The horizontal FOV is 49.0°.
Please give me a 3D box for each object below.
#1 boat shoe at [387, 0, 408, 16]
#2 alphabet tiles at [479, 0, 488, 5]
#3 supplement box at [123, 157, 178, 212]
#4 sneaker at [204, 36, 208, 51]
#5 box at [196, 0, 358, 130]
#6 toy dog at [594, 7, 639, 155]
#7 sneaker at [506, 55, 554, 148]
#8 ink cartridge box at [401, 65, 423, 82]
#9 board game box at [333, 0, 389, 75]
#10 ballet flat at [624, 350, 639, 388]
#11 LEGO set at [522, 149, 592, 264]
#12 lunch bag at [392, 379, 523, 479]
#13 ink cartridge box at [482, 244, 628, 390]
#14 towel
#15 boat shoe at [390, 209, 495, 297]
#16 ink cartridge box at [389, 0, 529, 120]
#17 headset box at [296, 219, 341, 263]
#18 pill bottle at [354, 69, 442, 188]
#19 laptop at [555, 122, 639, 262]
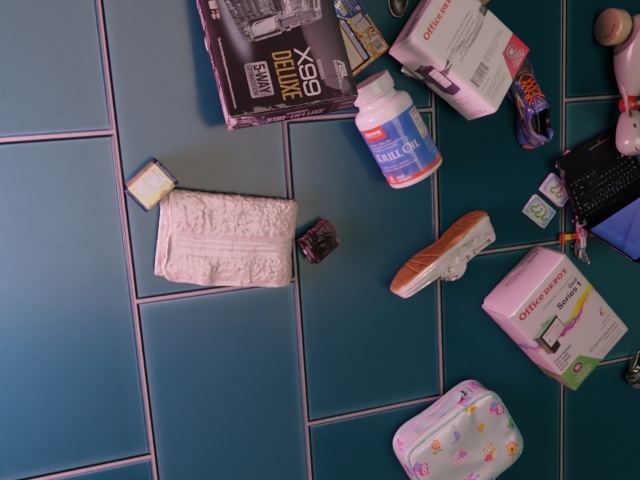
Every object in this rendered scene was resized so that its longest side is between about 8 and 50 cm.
[{"bbox_3d":[0.168,-0.521,1.430,0.046,0.038,0.125,6,98,-19],"label":"boat shoe"},{"bbox_3d":[0.291,-0.602,1.473,0.198,0.009,0.237,-42,110,-7],"label":"alphabet tiles"},{"bbox_3d":[-0.320,-0.105,1.320,0.083,0.083,0.056,-44,110,-6],"label":"supplement box"},{"bbox_3d":[-0.183,-0.347,1.330,0.042,0.067,0.118,-24,107,-13],"label":"sneaker"},{"bbox_3d":[-0.087,-0.373,1.293,0.243,0.076,0.307,-12,82,-13],"label":"box"},{"bbox_3d":[0.732,-0.372,1.561,0.220,0.161,0.333,-24,98,-17],"label":"toy dog"},{"bbox_3d":[0.465,-0.308,1.541,0.083,0.087,0.221,-27,107,-13],"label":"sneaker"},{"bbox_3d":[0.207,-0.363,1.476,0.083,0.028,0.048,15,94,-21],"label":"ink cartridge box"},{"bbox_3d":[0.020,-0.386,1.402,0.193,0.045,0.146,-39,109,-8],"label":"board game box"},{"bbox_3d":[0.845,0.291,1.792,0.070,0.070,0.188,41,83,-20],"label":"ballet flat"},{"bbox_3d":[0.618,-0.069,1.654,0.244,0.060,0.182,36,91,-21],"label":"LEGO set"},{"bbox_3d":[0.319,0.464,1.623,0.279,0.108,0.224,-35,106,-10],"label":"lunch bag"},{"bbox_3d":[0.548,0.179,1.641,0.201,0.117,0.278,-47,110,-5],"label":"ink cartridge box"},{"bbox_3d":[-0.184,-0.003,1.403,0.283,0.049,0.187,3,99,-19],"label":"towel"},{"bbox_3d":[0.279,0.049,1.539,0.277,0.098,0.096,-38,108,-10],"label":"boat shoe"},{"bbox_3d":[0.284,-0.390,1.434,0.237,0.100,0.171,35,74,-19],"label":"ink cartridge box"},{"bbox_3d":[0.000,0.000,1.462,0.083,0.032,0.062,-40,112,-28],"label":"headset box"},{"bbox_3d":[0.147,-0.228,1.432,0.124,0.124,0.221,-35,108,-9],"label":"pill bottle"},{"bbox_3d":[0.705,-0.116,1.602,0.234,0.137,0.264,-29,102,-21],"label":"laptop"}]
